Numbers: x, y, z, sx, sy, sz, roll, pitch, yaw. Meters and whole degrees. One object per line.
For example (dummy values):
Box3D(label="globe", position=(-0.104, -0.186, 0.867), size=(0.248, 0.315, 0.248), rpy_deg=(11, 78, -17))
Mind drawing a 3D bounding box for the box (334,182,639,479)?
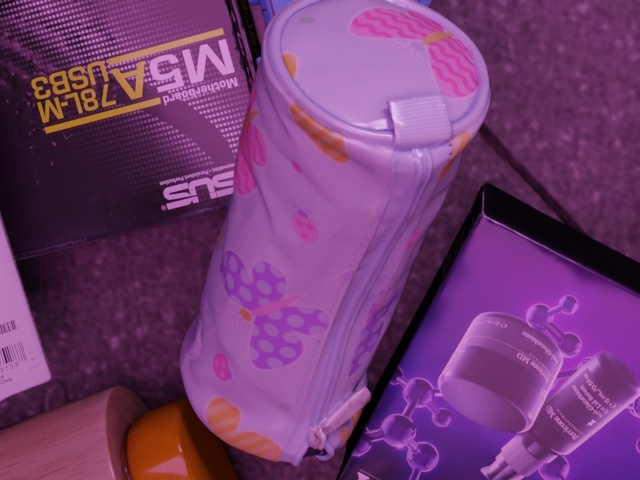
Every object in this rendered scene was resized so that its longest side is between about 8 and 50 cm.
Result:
Box3D(label="box", position=(0.166, 0.112, 0.863), size=(0.261, 0.103, 0.184), rpy_deg=(27, 105, 1))

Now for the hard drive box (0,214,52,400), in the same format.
Box3D(label="hard drive box", position=(-0.277, -0.001, 0.840), size=(0.181, 0.089, 0.232), rpy_deg=(-20, 98, -33))

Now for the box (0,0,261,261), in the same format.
Box3D(label="box", position=(-0.128, -0.094, 0.887), size=(0.190, 0.045, 0.184), rpy_deg=(-13, 97, 10))

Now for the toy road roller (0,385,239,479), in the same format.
Box3D(label="toy road roller", position=(-0.125, 0.271, 0.855), size=(0.202, 0.240, 0.330), rpy_deg=(-21, 98, 10))

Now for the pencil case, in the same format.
Box3D(label="pencil case", position=(0.000, 0.000, 0.793), size=(0.113, 0.124, 0.273), rpy_deg=(5, 135, -13))

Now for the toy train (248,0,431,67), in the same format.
Box3D(label="toy train", position=(0.010, -0.134, 0.847), size=(0.105, 0.080, 0.184), rpy_deg=(-12, 99, 15))
